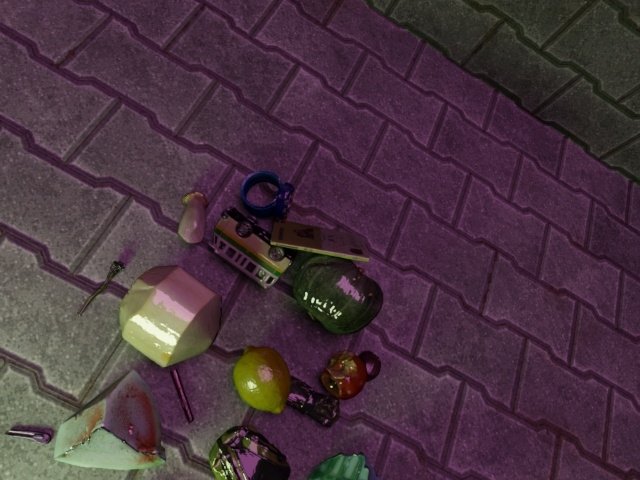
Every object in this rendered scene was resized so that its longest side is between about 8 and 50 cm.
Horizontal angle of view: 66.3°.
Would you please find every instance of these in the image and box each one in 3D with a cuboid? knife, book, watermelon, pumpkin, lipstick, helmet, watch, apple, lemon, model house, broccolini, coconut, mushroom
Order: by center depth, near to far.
[{"bbox_3d":[-0.842,0.565,1.413,0.121,0.018,0.031,14,62,-15],"label":"knife"},{"bbox_3d":[-0.582,0.518,1.428,0.320,0.213,0.289,16,61,-3],"label":"watermelon"},{"bbox_3d":[-0.463,0.238,1.553,0.323,0.323,0.322,8,66,-19],"label":"coconut"},{"bbox_3d":[0.112,0.914,1.574,0.329,0.252,0.294,55,33,-20],"label":"model house"},{"bbox_3d":[-0.449,0.506,1.596,0.027,0.027,0.176,-18,78,-28],"label":"lipstick"},{"bbox_3d":[-0.726,0.158,1.627,0.044,0.042,0.218,32,66,-9],"label":"broccolini"},{"bbox_3d":[-0.191,0.463,1.630,0.184,0.184,0.248,-24,75,-29],"label":"lemon"},{"bbox_3d":[0.091,0.484,1.758,0.158,0.156,0.147,-32,93,-41],"label":"apple"},{"bbox_3d":[0.000,0.000,1.769,0.353,0.239,0.035,11,109,-6],"label":"book"},{"bbox_3d":[0.057,0.190,1.790,0.328,0.291,0.257,41,86,17],"label":"pumpkin"},{"bbox_3d":[-0.467,-0.082,1.799,0.097,0.088,0.212,-9,63,8],"label":"mushroom"},{"bbox_3d":[0.187,0.470,1.849,0.098,0.070,0.123,29,62,-9],"label":"helmet"},{"bbox_3d":[-0.211,-0.162,1.908,0.200,0.171,0.196,19,63,2],"label":"watch"}]

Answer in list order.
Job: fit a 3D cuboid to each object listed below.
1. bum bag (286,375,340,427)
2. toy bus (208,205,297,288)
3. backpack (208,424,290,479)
[{"bbox_3d":[-0.042,0.563,1.717,0.248,0.069,0.102,29,83,-8],"label":"bum bag"},{"bbox_3d":[-0.255,0.026,1.784,0.306,0.143,0.179,36,103,-6],"label":"toy bus"},{"bbox_3d":[-0.225,0.708,1.538,0.207,0.140,0.253,-40,92,-33],"label":"backpack"}]
